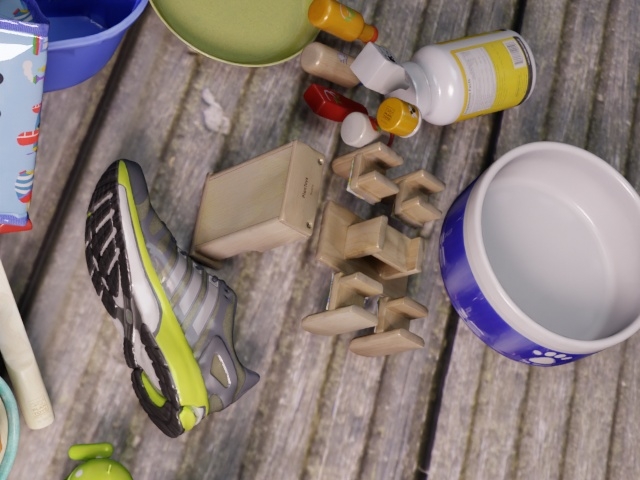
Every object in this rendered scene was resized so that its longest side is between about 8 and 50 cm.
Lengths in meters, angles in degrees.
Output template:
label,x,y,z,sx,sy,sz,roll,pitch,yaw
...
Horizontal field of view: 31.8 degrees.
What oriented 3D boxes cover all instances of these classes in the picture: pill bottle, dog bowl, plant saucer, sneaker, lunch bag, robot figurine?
label,x,y,z,sx,sy,sz,roll,pitch,yaw
pill bottle,0.176,-0.204,1.432,0.184,0.103,0.103,-17,77,-27
dog bowl,0.283,0.018,1.387,0.264,0.104,0.265,8,67,-19
plant saucer,-0.109,-0.315,1.395,0.240,0.037,0.241,9,66,-20
sneaker,-0.161,0.053,1.199,0.121,0.111,0.300,-14,81,-37
lunch bag,-0.405,-0.139,1.001,0.293,0.221,0.138,0,40,-22
robot figurine,-0.215,0.246,1.079,0.067,0.115,0.101,9,67,-20

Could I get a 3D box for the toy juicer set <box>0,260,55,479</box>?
label,x,y,z,sx,sy,sz,roll,pitch,yaw
toy juicer set,-0.309,0.201,1.020,0.329,0.089,0.209,-65,144,-35

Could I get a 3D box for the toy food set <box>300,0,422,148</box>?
label,x,y,z,sx,sy,sz,roll,pitch,yaw
toy food set,0.057,-0.183,1.353,0.104,0.111,0.232,14,32,-46

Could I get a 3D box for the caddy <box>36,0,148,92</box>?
label,x,y,z,sx,sy,sz,roll,pitch,yaw
caddy,-0.347,-0.287,1.203,0.341,0.179,0.241,-16,76,-27

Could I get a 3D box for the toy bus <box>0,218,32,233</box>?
label,x,y,z,sx,sy,sz,roll,pitch,yaw
toy bus,-0.400,-0.008,1.109,0.191,0.104,0.202,32,39,18

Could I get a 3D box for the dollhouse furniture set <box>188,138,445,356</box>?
label,x,y,z,sx,sy,sz,roll,pitch,yaw
dollhouse furniture set,0.000,0.000,1.284,0.242,0.161,0.212,29,59,-35
